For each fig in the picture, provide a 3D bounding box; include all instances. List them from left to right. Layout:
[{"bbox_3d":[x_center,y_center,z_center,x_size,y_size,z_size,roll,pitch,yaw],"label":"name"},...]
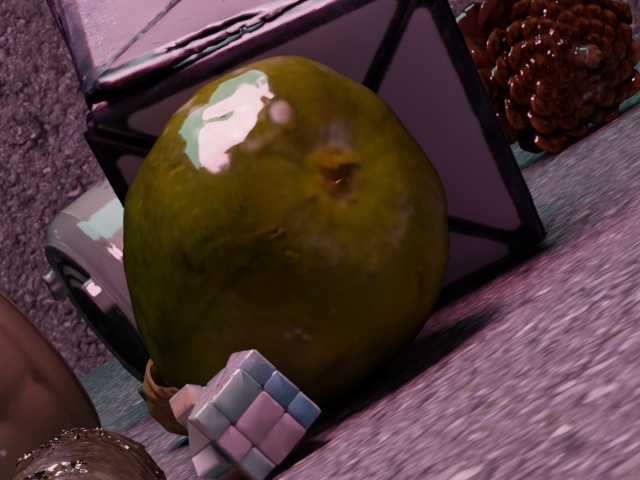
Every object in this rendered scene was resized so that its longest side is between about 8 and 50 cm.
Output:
[{"bbox_3d":[-0.024,0.020,1.265,0.233,0.233,0.314,-31,-23,-13],"label":"fig"}]

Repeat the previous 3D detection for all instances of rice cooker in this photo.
[{"bbox_3d":[-0.132,0.006,1.939,0.316,0.317,0.264,-32,41,-25],"label":"rice cooker"}]

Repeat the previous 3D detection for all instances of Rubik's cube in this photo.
[{"bbox_3d":[-0.052,0.114,1.122,0.084,0.075,0.073,-32,6,-17],"label":"Rubik's cube"},{"bbox_3d":[-0.031,-0.115,1.470,0.307,0.310,0.305,-25,34,2],"label":"Rubik's cube"}]

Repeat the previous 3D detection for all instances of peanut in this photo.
[{"bbox_3d":[-0.109,0.124,1.557,0.089,0.089,0.193,-30,-2,4],"label":"peanut"}]

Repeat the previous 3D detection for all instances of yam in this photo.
[{"bbox_3d":[-0.127,0.156,0.935,0.107,0.107,0.183,-30,5,-2],"label":"yam"}]

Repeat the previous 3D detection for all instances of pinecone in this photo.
[{"bbox_3d":[0.282,-0.229,2.338,0.264,0.264,0.264,-30,3,2],"label":"pinecone"}]

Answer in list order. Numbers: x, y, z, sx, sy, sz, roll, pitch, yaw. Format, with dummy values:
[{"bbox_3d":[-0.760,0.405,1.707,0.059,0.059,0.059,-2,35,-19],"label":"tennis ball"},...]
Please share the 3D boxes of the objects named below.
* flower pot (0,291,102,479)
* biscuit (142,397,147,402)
[{"bbox_3d":[-0.349,0.160,1.385,0.244,0.307,0.307,-50,13,-30],"label":"flower pot"},{"bbox_3d":[-0.132,0.137,2.121,0.188,0.027,0.188,-31,2,1],"label":"biscuit"}]
